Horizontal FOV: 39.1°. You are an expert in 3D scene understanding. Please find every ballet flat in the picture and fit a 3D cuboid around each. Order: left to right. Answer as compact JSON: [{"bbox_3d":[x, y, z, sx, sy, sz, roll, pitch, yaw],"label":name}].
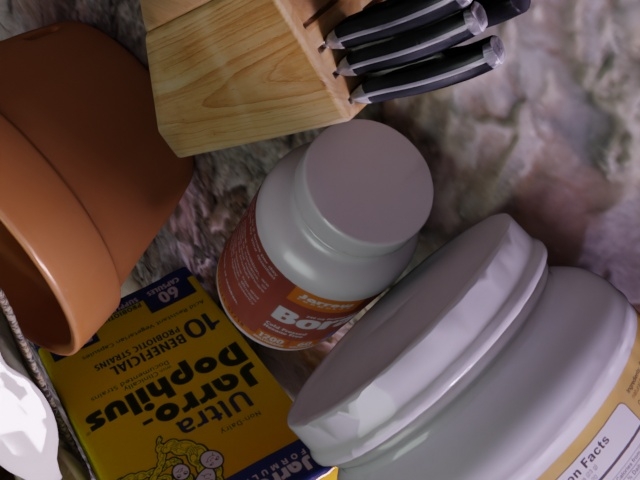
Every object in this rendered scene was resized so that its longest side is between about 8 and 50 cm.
[{"bbox_3d":[-0.302,0.196,0.851,0.182,0.164,0.483,25,140,30],"label":"ballet flat"}]

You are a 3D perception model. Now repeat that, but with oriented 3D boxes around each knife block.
[{"bbox_3d":[0.002,-0.115,0.556,0.242,0.088,0.276,35,150,19],"label":"knife block"}]

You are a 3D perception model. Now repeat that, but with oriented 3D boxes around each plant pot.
[{"bbox_3d":[-0.256,-0.066,0.837,0.290,0.203,0.291,33,150,22],"label":"plant pot"}]

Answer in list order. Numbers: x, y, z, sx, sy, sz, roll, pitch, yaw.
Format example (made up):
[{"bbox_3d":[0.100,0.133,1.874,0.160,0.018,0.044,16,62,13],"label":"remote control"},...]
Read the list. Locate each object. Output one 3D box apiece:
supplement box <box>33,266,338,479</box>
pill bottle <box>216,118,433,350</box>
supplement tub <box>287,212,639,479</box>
[{"bbox_3d":[-0.137,0.224,0.953,0.356,0.194,0.195,44,152,45],"label":"supplement box"},{"bbox_3d":[0.000,0.000,0.677,0.121,0.121,0.216,43,152,2],"label":"pill bottle"},{"bbox_3d":[0.154,0.160,0.578,0.316,0.228,0.228,46,152,-3],"label":"supplement tub"}]
